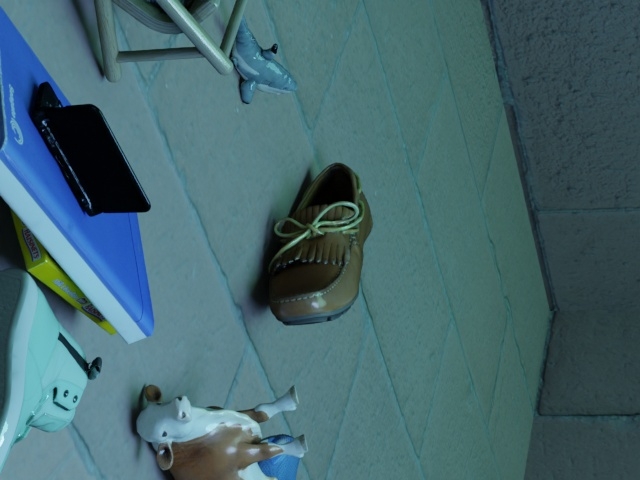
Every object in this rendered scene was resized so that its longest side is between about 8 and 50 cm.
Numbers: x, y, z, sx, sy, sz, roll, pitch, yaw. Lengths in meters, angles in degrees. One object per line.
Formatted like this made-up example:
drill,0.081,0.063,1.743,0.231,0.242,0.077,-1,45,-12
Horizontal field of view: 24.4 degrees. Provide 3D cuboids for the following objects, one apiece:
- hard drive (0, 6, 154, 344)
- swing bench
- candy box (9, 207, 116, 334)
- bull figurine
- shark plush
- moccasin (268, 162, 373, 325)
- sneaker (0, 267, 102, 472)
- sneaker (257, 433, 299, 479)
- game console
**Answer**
hard drive,-0.256,-0.065,1.452,0.318,0.040,0.210,60,12,-51
swing bench,-0.180,-0.352,1.620,0.254,0.165,0.253,66,30,-46
candy box,-0.256,0.017,1.500,0.105,0.027,0.206,67,6,26
bull figurine,-0.105,0.273,1.781,0.101,0.189,0.310,-103,-179,-49
shark plush,-0.084,-0.261,2.023,0.073,0.067,0.161,-71,152,-44
moccasin,0.003,0.000,2.137,0.380,0.139,0.147,-59,142,-57
sneaker,-0.279,0.168,1.379,0.151,0.094,0.255,56,33,-44
sneaker,-0.051,0.415,1.933,0.130,0.147,0.330,55,37,-57
game console,-0.212,-0.089,1.390,0.107,0.071,0.122,-97,165,-59
